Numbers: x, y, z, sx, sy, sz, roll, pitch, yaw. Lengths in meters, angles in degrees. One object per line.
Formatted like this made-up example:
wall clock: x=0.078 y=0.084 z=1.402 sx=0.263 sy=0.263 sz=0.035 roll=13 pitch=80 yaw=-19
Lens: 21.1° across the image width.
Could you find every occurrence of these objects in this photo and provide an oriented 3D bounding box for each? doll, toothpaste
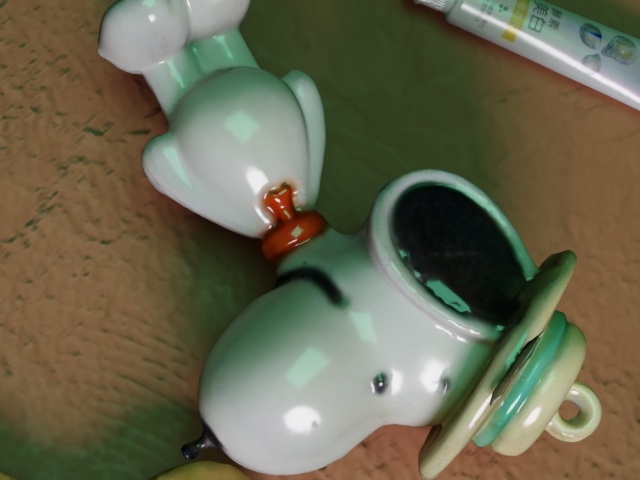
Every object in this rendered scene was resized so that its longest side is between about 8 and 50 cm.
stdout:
doll: x=0.014 y=-0.015 z=0.842 sx=0.208 sy=0.144 sz=0.271 roll=-11 pitch=79 yaw=-11
toothpaste: x=0.137 y=-0.110 z=0.956 sx=0.190 sy=0.031 sz=0.048 roll=22 pitch=68 yaw=-9

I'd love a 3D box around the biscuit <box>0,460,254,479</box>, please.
biscuit: x=-0.101 y=0.278 z=0.785 sx=0.275 sy=0.052 sz=0.355 roll=3 pitch=74 yaw=-12
